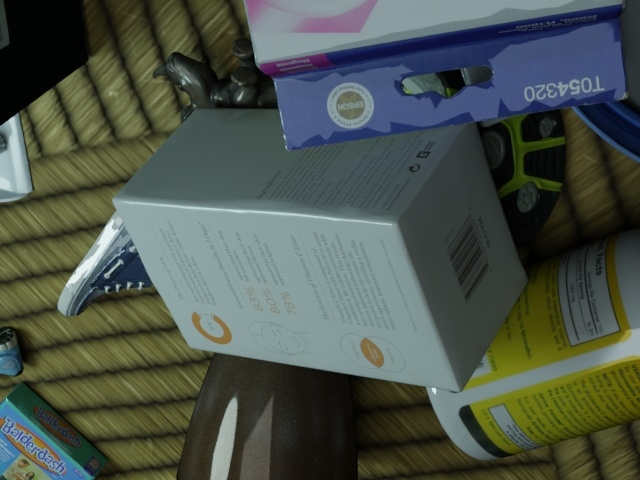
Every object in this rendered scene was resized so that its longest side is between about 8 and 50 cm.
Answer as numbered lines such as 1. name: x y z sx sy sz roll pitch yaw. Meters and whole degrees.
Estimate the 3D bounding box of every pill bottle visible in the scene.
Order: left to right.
1. pill bottle: 0.285 0.099 1.377 0.334 0.188 0.188 -21 107 28

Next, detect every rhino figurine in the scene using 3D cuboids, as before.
1. rhino figurine: -0.072 -0.158 1.435 0.243 0.073 0.106 10 147 16

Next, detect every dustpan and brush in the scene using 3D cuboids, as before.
1. dustpan and brush: -0.465 -0.114 1.611 0.211 0.060 0.147 4 117 18

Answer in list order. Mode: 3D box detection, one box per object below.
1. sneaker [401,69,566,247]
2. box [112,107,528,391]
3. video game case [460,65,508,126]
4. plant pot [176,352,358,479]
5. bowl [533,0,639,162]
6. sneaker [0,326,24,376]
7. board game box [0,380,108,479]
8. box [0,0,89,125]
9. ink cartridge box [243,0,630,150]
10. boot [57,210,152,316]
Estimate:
1. sneaker: 0.122 -0.160 1.357 0.147 0.145 0.385 7 133 57
2. box: 0.000 0.000 1.343 0.345 0.168 0.215 5 133 35
3. video game case: 0.219 -0.235 1.266 0.212 0.023 0.193 -23 109 -5
4. plant pot: -0.048 0.178 1.545 0.215 0.215 0.230 11 105 14
5. bowl: 0.378 -0.245 1.188 0.391 0.077 0.391 2 108 6
6. sneaker: -0.461 0.168 1.754 0.162 0.063 0.073 -11 115 25
7. board game box: -0.411 0.310 1.815 0.160 0.047 0.210 44 122 -5
8. box: -0.559 -0.243 1.333 0.471 0.480 0.297 6 118 17
9. ink cartridge box: 0.090 -0.252 1.150 0.324 0.071 0.330 -9 104 10
10. boot: -0.242 0.041 1.604 0.086 0.069 0.190 38 120 2
